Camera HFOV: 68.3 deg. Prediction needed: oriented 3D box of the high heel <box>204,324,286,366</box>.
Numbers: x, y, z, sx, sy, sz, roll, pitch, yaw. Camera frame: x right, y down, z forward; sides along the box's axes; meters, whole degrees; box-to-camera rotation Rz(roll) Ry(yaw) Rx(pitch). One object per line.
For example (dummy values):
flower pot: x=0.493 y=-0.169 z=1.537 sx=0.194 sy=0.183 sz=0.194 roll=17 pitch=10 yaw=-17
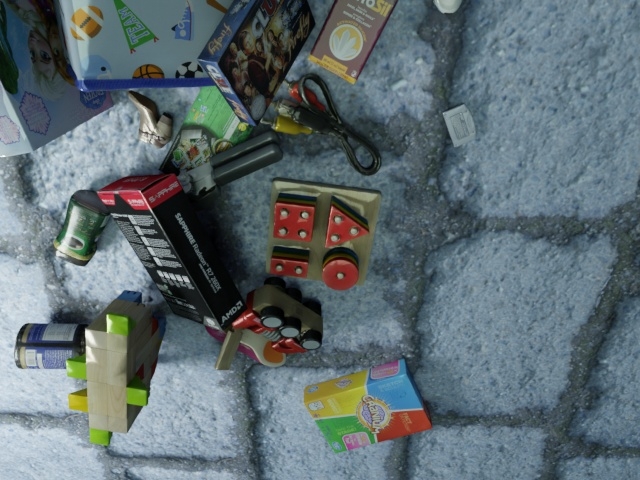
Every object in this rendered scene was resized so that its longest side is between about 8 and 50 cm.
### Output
high heel: x=-0.209 y=0.284 z=1.314 sx=0.244 sy=0.082 sz=0.117 roll=33 pitch=156 yaw=-32

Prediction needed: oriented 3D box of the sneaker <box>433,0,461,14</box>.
sneaker: x=0.238 y=-0.504 z=0.835 sx=0.071 sy=0.083 sz=0.191 roll=-1 pitch=120 yaw=2

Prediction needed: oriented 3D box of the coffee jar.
coffee jar: x=-0.576 y=-0.026 z=1.140 sx=0.096 sy=0.079 sz=0.184 roll=28 pitch=116 yaw=-15

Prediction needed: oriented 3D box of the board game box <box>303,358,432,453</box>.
board game box: x=0.142 y=0.497 z=1.401 sx=0.316 sy=0.064 sz=0.242 roll=-21 pitch=116 yaw=14

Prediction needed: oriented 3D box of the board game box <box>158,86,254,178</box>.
board game box: x=-0.242 y=-0.225 z=1.044 sx=0.136 sy=0.030 sz=0.260 roll=33 pitch=115 yaw=-12

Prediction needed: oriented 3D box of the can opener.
can opener: x=-0.207 y=-0.152 z=1.038 sx=0.280 sy=0.074 sz=0.093 roll=-24 pitch=150 yaw=17

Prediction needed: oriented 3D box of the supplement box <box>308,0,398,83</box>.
supplement box: x=0.064 y=-0.412 z=0.895 sx=0.104 sy=0.081 sz=0.188 roll=25 pitch=117 yaw=-10

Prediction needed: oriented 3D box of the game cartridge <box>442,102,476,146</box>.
game cartridge: x=0.301 y=-0.248 z=1.011 sx=0.055 sy=0.017 sz=0.083 roll=-19 pitch=116 yaw=17

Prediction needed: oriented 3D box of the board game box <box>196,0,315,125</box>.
board game box: x=-0.099 y=-0.346 z=0.813 sx=0.042 sy=0.243 sz=0.165 roll=21 pitch=166 yaw=23

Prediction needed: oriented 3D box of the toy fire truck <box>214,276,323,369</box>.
toy fire truck: x=-0.141 y=0.240 z=1.211 sx=0.246 sy=0.159 sz=0.217 roll=-29 pitch=132 yaw=28

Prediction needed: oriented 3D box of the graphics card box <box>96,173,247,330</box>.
graphics card box: x=-0.337 y=0.027 z=1.087 sx=0.232 sy=0.094 sz=0.371 roll=4 pitch=126 yaw=44

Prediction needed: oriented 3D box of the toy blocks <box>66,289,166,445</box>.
toy blocks: x=-0.492 y=0.289 z=1.222 sx=0.190 sy=0.261 sz=0.382 roll=9 pitch=112 yaw=0

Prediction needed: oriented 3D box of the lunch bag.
lunch bag: x=-0.241 y=-0.438 z=0.798 sx=0.385 sy=0.239 sz=0.328 roll=-13 pitch=124 yaw=-28

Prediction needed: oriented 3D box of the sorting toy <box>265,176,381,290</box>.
sorting toy: x=0.000 y=0.000 z=1.120 sx=0.255 sy=0.089 sz=0.257 roll=7 pitch=119 yaw=-1

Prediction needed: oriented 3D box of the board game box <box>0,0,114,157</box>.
board game box: x=-0.510 y=-0.350 z=0.824 sx=0.065 sy=0.319 sz=0.318 roll=-7 pitch=119 yaw=6

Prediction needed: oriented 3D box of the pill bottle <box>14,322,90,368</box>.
pill bottle: x=-0.694 y=0.289 z=1.286 sx=0.219 sy=0.123 sz=0.123 roll=4 pitch=120 yaw=-14

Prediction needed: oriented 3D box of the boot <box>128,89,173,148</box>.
boot: x=-0.378 y=-0.258 z=1.027 sx=0.118 sy=0.042 sz=0.087 roll=35 pitch=123 yaw=-8

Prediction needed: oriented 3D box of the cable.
cable: x=0.021 y=-0.252 z=1.017 sx=0.287 sy=0.072 sz=0.140 roll=24 pitch=101 yaw=-24
